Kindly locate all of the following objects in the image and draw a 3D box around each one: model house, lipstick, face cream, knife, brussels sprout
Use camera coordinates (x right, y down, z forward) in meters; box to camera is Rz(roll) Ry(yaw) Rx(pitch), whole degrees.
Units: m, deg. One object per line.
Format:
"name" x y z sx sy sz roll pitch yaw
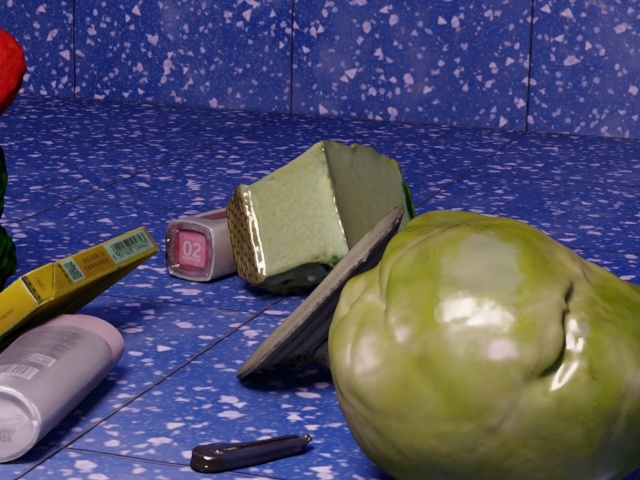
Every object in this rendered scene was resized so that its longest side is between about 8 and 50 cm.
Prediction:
"model house" 0.000 0.000 2.086 0.189 0.195 0.214 -19 -13 27
"lipstick" -0.097 -0.007 2.224 0.079 0.077 0.253 10 14 32
"face cream" -0.266 0.131 1.604 0.107 0.073 0.269 2 13 7
"knife" -0.060 0.187 1.508 0.121 0.018 0.031 -5 16 -34
"brussels sprout" 0.145 0.096 1.425 0.273 0.243 0.316 0 11 -30

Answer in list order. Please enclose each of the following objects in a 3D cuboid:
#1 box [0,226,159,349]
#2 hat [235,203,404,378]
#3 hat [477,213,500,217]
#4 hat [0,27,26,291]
"box" -0.290 0.063 1.799 0.153 0.041 0.279 -35 -2 23
"hat" 0.038 0.085 1.734 0.110 0.252 0.252 45 16 -2
"hat" 0.156 0.037 1.914 0.203 0.126 0.203 -6 7 1
"hat" -0.396 -0.073 1.758 0.242 0.332 0.274 30 -12 -7
